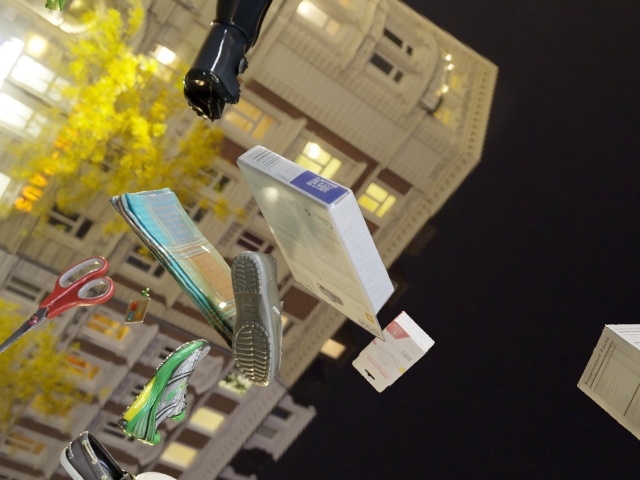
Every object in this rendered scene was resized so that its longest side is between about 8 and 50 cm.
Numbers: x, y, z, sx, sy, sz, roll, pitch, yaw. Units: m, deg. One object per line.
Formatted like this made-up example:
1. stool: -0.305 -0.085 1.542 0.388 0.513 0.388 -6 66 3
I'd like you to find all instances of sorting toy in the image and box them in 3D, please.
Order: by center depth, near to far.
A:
1. sorting toy: -0.407 0.144 1.692 0.062 0.012 0.083 -10 -127 30

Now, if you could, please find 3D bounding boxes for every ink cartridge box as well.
1. ink cartridge box: 0.000 0.000 1.456 0.071 0.330 0.324 -38 -142 -17
2. ink cartridge box: 0.186 0.293 1.980 0.198 0.115 0.067 -49 170 33

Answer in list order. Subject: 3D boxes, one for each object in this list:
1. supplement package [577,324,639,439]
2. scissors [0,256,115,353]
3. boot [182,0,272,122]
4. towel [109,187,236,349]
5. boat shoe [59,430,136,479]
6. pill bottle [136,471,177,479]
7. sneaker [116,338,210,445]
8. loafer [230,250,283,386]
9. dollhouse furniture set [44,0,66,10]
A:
1. supplement package: 0.591 0.262 1.298 0.244 0.133 0.139 46 -54 51
2. scissors: -0.508 0.130 1.376 0.297 0.021 0.109 -32 -123 -17
3. boot: -0.141 -0.327 1.194 0.246 0.094 0.207 115 -8 -58
4. towel: -0.246 0.045 1.532 0.040 0.370 0.271 -40 178 11
5. boat shoe: -0.389 0.460 1.431 0.068 0.228 0.081 -44 -179 6
6. pill bottle: -0.449 0.759 1.745 0.408 0.229 0.229 -52 -153 3
7. sneaker: -0.428 0.433 2.199 0.344 0.146 0.134 -54 -178 -13
8. loafer: -0.098 0.136 1.340 0.094 0.087 0.251 10 -72 32
9. dollhouse furniture set: -0.310 -0.267 0.702 0.059 0.151 0.076 113 -12 -57
